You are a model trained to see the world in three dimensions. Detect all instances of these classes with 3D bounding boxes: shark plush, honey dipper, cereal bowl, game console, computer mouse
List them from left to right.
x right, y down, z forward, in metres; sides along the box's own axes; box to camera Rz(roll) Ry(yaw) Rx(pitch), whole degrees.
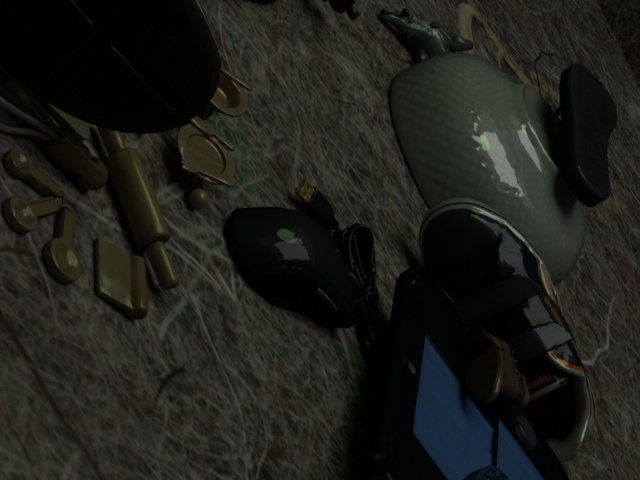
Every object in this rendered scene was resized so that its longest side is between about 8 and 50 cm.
[{"bbox_3d":[-0.113,-0.088,1.665,0.030,0.030,0.161,43,31,-38],"label":"honey dipper"},{"bbox_3d":[0.000,0.000,1.757,0.262,0.060,0.184,36,33,-48],"label":"computer mouse"},{"bbox_3d":[0.143,-0.260,2.422,0.161,0.073,0.067,45,49,-42],"label":"shark plush"},{"bbox_3d":[0.158,0.243,1.766,0.342,0.060,0.386,59,20,-22],"label":"game console"},{"bbox_3d":[0.237,-0.098,2.313,0.339,0.141,0.339,49,23,-29],"label":"cereal bowl"}]

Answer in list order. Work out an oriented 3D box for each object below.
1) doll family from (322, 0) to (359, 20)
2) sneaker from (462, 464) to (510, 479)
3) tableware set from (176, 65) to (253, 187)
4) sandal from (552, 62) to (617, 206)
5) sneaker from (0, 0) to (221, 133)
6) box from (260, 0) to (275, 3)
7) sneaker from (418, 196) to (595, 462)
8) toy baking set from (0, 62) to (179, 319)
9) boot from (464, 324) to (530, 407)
[{"bbox_3d":[0.003,-0.353,2.160,0.076,0.111,0.193,1,70,-28],"label":"doll family"},{"bbox_3d":[0.103,0.286,1.523,0.081,0.090,0.232,50,37,-21],"label":"sneaker"},{"bbox_3d":[-0.124,-0.130,1.645,0.141,0.020,0.169,34,39,-23],"label":"tableware set"},{"bbox_3d":[0.323,-0.138,2.308,0.097,0.054,0.254,43,35,-22],"label":"sandal"},{"bbox_3d":[-0.230,-0.298,1.430,0.447,0.169,0.257,45,25,-16],"label":"sneaker"},{"bbox_3d":[-0.116,-0.354,1.971,0.191,0.045,0.184,63,19,8],"label":"box"},{"bbox_3d":[0.216,0.102,2.025,0.321,0.126,0.127,57,16,-14],"label":"sneaker"},{"bbox_3d":[-0.194,-0.060,1.434,0.197,0.030,0.256,20,45,-59],"label":"toy baking set"},{"bbox_3d":[0.182,0.140,1.835,0.087,0.042,0.118,49,25,-33],"label":"boot"}]
